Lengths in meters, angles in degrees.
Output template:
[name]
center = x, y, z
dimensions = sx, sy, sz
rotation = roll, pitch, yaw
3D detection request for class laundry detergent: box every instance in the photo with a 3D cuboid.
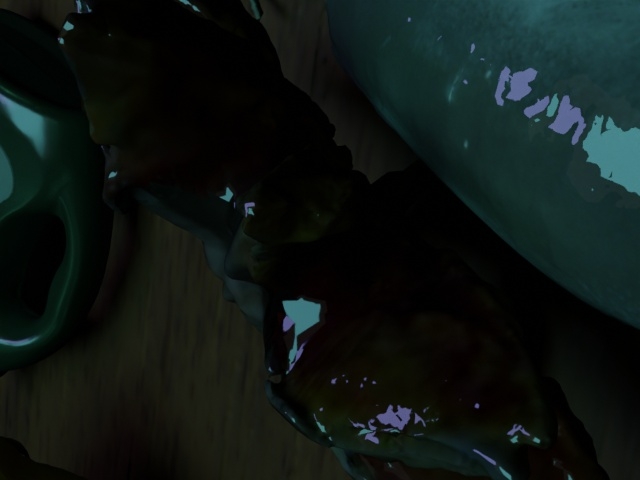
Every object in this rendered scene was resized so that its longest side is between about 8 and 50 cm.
[laundry detergent]
center = -0.159, 0.000, 0.822
dimensions = 0.137, 0.063, 0.211
rotation = 35, 127, 30

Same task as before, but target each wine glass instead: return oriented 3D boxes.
[wine glass]
center = 0.095, -0.037, 0.470
dimensions = 0.204, 0.111, 0.111
rotation = 41, 130, 38

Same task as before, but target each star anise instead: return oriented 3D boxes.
[star anise]
center = 0.000, 0.000, 0.533
dimensions = 0.088, 0.288, 0.288
rotation = -40, 65, 4

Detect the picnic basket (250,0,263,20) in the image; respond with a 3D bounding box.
[picnic basket]
center = -0.064, -0.121, 0.671
dimensions = 0.083, 0.065, 0.083
rotation = -52, 46, 39

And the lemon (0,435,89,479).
[lemon]
center = -0.154, 0.210, 0.785
dimensions = 0.188, 0.188, 0.256
rotation = 5, 112, 49
